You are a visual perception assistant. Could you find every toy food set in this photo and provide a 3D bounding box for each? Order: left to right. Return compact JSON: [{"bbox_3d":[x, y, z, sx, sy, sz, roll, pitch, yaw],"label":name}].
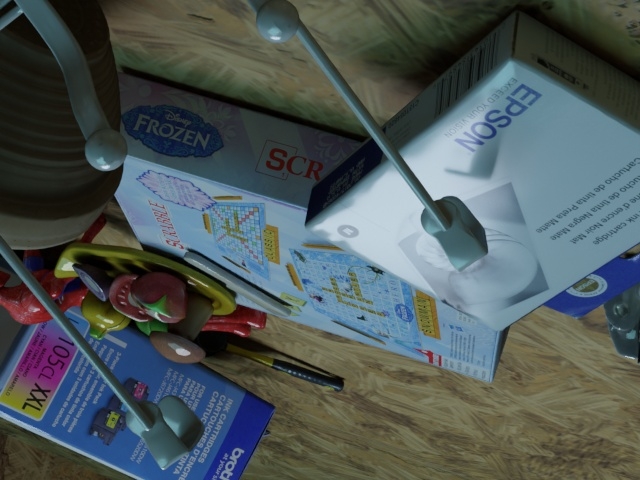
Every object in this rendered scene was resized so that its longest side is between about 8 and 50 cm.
[{"bbox_3d":[-0.148,0.060,1.375,0.218,0.071,0.128,3,156,45],"label":"toy food set"}]

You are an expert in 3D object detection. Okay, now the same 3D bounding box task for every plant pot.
[{"bbox_3d":[-0.209,-0.116,0.983,0.237,0.237,0.110,28,122,-24],"label":"plant pot"}]

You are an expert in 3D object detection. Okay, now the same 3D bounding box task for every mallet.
[{"bbox_3d":[-0.066,0.137,1.799,0.189,0.039,0.062,23,164,-22],"label":"mallet"}]

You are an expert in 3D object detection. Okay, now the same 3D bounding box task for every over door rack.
[{"bbox_3d":[-0.084,-0.034,0.856,0.324,0.239,0.108,50,-166,-23],"label":"over door rack"}]

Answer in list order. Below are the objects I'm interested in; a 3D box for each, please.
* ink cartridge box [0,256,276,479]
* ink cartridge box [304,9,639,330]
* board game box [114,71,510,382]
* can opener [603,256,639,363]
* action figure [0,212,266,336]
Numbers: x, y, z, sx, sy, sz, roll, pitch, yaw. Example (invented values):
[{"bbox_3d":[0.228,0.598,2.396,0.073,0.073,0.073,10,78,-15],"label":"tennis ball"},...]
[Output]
[{"bbox_3d":[-0.241,0.165,1.798,0.395,0.151,0.270,34,172,-35],"label":"ink cartridge box"},{"bbox_3d":[0.139,-0.020,0.976,0.224,0.045,0.223,26,142,-20],"label":"ink cartridge box"},{"bbox_3d":[0.000,0.000,1.259,0.318,0.066,0.319,17,162,9],"label":"board game box"},{"bbox_3d":[0.333,0.058,1.106,0.283,0.076,0.095,6,-170,36],"label":"can opener"},{"bbox_3d":[-0.197,0.020,1.527,0.280,0.139,0.091,2,166,-20],"label":"action figure"}]
